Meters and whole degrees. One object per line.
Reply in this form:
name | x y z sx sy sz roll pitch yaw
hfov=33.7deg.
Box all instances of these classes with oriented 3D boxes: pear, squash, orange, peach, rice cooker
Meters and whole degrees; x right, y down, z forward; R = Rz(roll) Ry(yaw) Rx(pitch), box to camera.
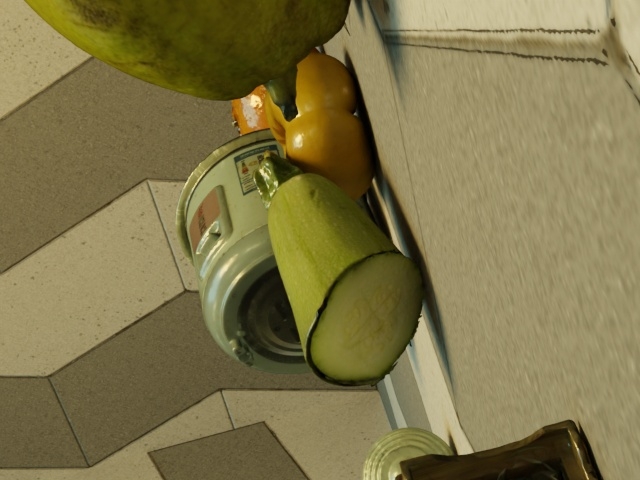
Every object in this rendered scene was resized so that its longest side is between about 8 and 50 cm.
pear | -0.107 -0.250 0.749 0.375 0.287 0.287 60 -177 -13
squash | 0.016 0.002 1.046 0.287 0.137 0.137 -111 5 -50
orange | -0.058 -0.210 1.595 0.193 0.161 0.193 167 90 -83
peach | -0.001 -0.124 1.180 0.179 0.103 0.179 162 90 -87
rice cooker | -0.045 0.007 1.363 0.316 0.264 0.317 -41 41 48

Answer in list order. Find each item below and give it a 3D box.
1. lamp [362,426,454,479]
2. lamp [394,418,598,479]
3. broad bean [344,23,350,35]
lamp | 0.110 0.265 1.185 0.193 0.106 0.106 44 -151 -70
lamp | 0.109 0.234 0.536 0.090 0.089 0.325 -104 0 -51
broad bean | -0.041 -0.354 1.078 0.098 0.056 0.318 42 -150 -65
